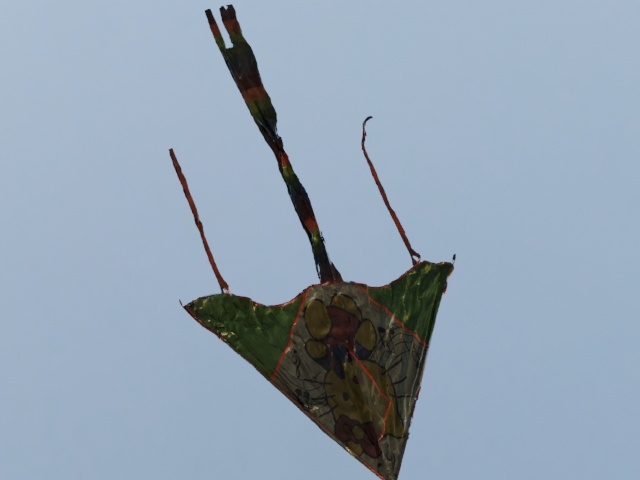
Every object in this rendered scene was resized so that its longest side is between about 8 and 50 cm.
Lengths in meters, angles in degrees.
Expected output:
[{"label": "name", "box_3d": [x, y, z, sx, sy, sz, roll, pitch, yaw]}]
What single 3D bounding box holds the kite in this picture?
[{"label": "kite", "box_3d": [0.000, 0.000, 0.821, 0.198, 0.006, 0.244, -13, -98, -48]}]
